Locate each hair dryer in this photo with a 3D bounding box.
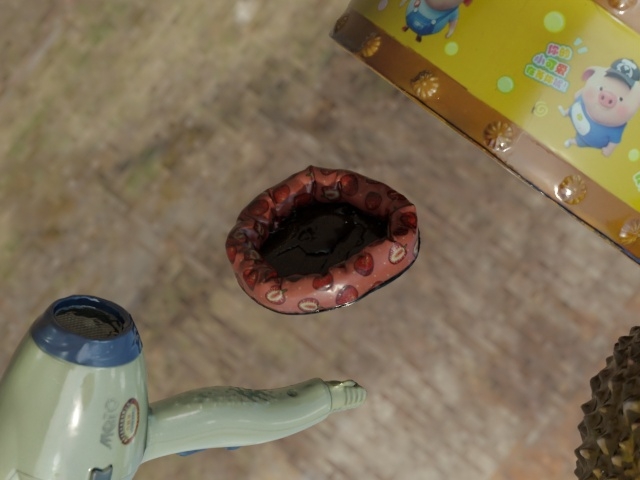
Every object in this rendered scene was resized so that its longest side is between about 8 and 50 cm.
[{"bbox_3d":[-0.139,0.195,1.446,0.298,0.119,0.296,19,110,-40],"label":"hair dryer"}]

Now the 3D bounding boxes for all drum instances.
[{"bbox_3d":[0.228,-0.169,1.969,0.214,0.431,0.431,-54,174,6],"label":"drum"}]

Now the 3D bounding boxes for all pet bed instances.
[{"bbox_3d":[0.000,0.000,2.008,0.201,0.201,0.053,-48,139,-31],"label":"pet bed"}]

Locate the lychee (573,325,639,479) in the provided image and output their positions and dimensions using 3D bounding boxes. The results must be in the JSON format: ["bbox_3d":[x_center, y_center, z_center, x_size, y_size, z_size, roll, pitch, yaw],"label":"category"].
[{"bbox_3d":[0.421,0.236,1.906,0.432,0.380,0.380,-54,175,-30],"label":"lychee"}]
